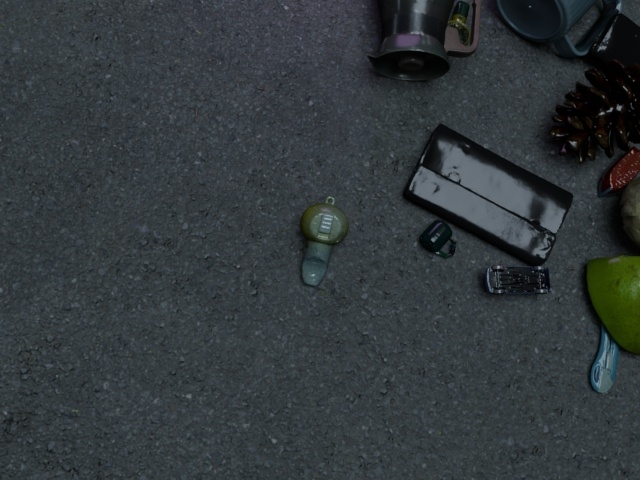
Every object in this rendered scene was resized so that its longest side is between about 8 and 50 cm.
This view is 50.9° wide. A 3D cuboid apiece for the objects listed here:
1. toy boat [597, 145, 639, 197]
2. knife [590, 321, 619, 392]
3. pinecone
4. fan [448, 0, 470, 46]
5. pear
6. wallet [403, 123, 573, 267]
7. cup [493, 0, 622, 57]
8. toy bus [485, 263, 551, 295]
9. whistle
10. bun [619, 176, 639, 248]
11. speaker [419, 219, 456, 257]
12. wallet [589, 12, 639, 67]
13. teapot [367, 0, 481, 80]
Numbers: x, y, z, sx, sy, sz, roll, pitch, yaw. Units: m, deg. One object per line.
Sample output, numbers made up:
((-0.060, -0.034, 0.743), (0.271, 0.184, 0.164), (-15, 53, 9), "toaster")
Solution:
((0.810, -0.181, 1.813), (0.069, 0.059, 0.173), (42, 82, 4), "toy boat")
((0.727, 0.277, 1.707), (0.064, 0.031, 0.221), (16, 75, -5), "knife")
((0.739, -0.333, 1.753), (0.309, 0.244, 0.244), (-37, 84, -3), "pinecone")
((0.378, -0.592, 1.856), (0.082, 0.039, 0.155), (20, 74, -2), "fan")
((0.825, 0.168, 1.686), (0.288, 0.139, 0.239), (11, 80, -12), "pear")
((0.435, -0.118, 1.742), (0.406, 0.062, 0.228), (27, 75, -1), "wallet")
((0.659, -0.705, 1.842), (0.257, 0.331, 0.311), (33, 74, 36), "cup")
((0.489, 0.104, 1.693), (0.168, 0.076, 0.073), (2, 78, -10), "toy bus")
((0.000, 0.000, 1.647), (0.123, 0.123, 0.223), (13, 97, -5), "whistle")
((0.865, -0.050, 1.724), (0.259, 0.152, 0.259), (34, 40, -34), "bun")
((0.301, 0.001, 1.707), (0.075, 0.060, 0.094), (-45, 122, -15), "speaker")
((0.869, -0.515, 1.866), (0.250, 0.044, 0.149), (33, 89, -13), "wallet")
((0.269, -0.608, 1.748), (0.300, 0.253, 0.343), (6, 83, -6), "teapot")
